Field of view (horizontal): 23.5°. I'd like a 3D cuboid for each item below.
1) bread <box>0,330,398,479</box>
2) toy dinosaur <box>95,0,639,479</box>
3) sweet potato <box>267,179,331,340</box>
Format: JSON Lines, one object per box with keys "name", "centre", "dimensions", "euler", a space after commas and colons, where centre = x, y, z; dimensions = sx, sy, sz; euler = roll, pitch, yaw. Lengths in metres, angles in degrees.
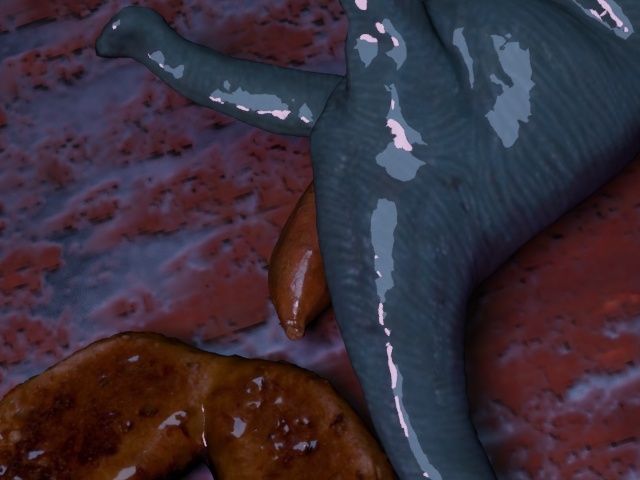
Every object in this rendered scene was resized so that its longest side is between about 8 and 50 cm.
{"name": "bread", "centre": [-0.057, 0.124, 0.586], "dimensions": [0.193, 0.064, 0.193], "euler": [-3, 63, 6]}
{"name": "toy dinosaur", "centre": [0.111, -0.032, 0.601], "dimensions": [0.383, 0.129, 0.331], "euler": [-33, 79, -19]}
{"name": "sweet potato", "centre": [0.000, 0.000, 0.637], "dimensions": [0.034, 0.034, 0.095], "euler": [15, 62, 14]}
